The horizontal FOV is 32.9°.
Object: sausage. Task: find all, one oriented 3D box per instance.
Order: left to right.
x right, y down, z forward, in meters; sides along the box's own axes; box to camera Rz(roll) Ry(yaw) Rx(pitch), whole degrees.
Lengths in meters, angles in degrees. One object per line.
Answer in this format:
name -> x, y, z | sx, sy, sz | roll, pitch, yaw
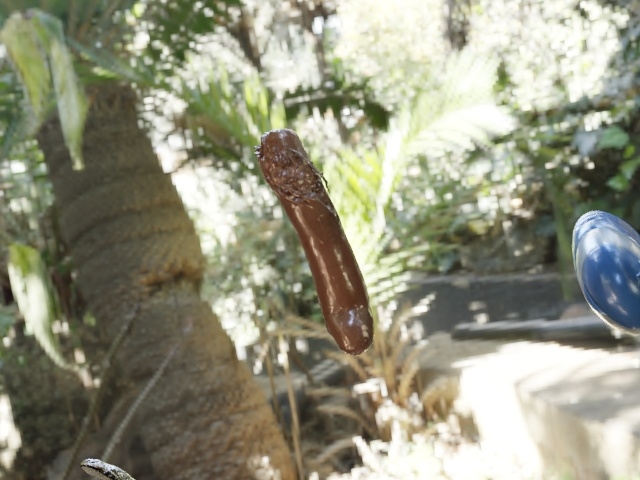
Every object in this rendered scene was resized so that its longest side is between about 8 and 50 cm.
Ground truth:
sausage -> -0.001, 0.000, 1.359 | 0.078, 0.304, 0.078 | -23, 11, 4

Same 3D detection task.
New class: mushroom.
mushroom -> -0.245, 0.284, 1.281 | 0.101, 0.049, 0.019 | 21, 51, 25

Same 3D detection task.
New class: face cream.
face cream -> 0.335, 0.038, 1.216 | 0.083, 0.149, 0.264 | -32, -3, 15
